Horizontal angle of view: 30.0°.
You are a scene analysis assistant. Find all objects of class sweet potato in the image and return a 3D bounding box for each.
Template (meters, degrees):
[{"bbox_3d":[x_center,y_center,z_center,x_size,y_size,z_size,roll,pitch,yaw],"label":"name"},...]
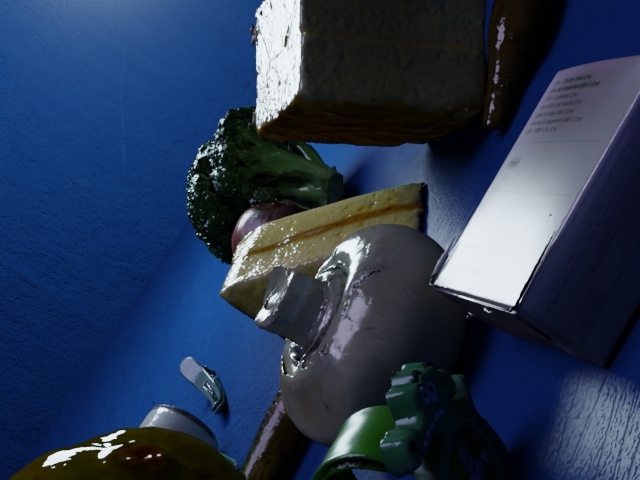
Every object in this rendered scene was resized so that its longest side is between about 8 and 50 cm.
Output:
[{"bbox_3d":[0.260,-0.284,1.559,0.108,0.079,0.346,94,-169,-48],"label":"sweet potato"}]

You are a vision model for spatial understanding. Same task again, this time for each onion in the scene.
[{"bbox_3d":[-0.066,0.036,1.858,0.159,0.159,0.195,174,108,-73],"label":"onion"}]

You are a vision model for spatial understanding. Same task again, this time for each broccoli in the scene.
[{"bbox_3d":[-0.090,-0.080,2.030,0.275,0.308,0.308,12,63,29],"label":"broccoli"}]

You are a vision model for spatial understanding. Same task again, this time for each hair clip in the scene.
[{"bbox_3d":[-0.183,0.252,2.009,0.039,0.070,0.229,-55,20,-2],"label":"hair clip"}]

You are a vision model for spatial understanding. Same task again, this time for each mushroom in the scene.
[{"bbox_3d":[0.033,0.095,1.248,0.246,0.202,0.246,-159,90,-77],"label":"mushroom"}]

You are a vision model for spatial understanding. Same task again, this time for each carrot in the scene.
[{"bbox_3d":[-0.036,0.222,1.498,0.260,0.070,0.070,-62,14,-13],"label":"carrot"}]

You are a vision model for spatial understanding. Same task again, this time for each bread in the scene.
[{"bbox_3d":[0.062,-0.243,1.622,0.279,0.279,0.207,165,108,-71],"label":"bread"},{"bbox_3d":[0.003,-0.002,1.647,0.264,0.163,0.168,-50,14,28],"label":"bread"}]

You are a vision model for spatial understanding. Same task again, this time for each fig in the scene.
[{"bbox_3d":[-0.206,0.379,1.260,0.343,0.343,0.343,-53,14,20],"label":"fig"}]

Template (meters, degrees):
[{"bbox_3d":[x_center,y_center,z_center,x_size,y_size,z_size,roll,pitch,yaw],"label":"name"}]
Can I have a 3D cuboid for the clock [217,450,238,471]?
[{"bbox_3d":[-0.166,0.370,1.678,0.135,0.041,0.101,-54,14,15],"label":"clock"}]

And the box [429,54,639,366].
[{"bbox_3d":[0.223,-0.031,1.040,0.252,0.106,0.203,-60,12,-4],"label":"box"}]

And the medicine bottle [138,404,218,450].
[{"bbox_3d":[-0.264,0.379,1.772,0.143,0.143,0.258,-39,16,54],"label":"medicine bottle"}]

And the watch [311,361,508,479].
[{"bbox_3d":[0.064,0.189,0.996,0.152,0.165,0.131,-22,22,38],"label":"watch"}]
